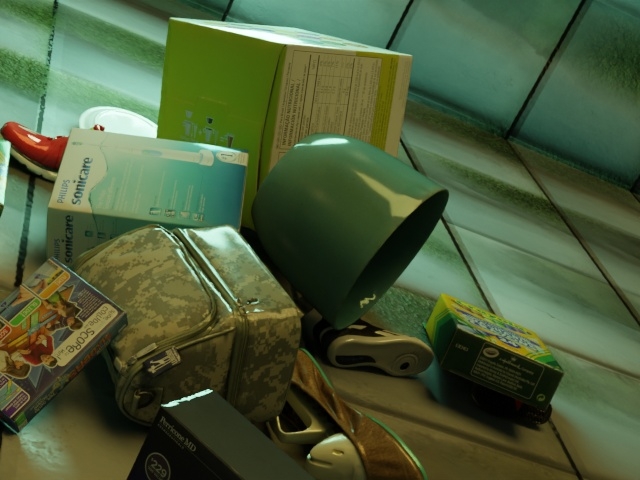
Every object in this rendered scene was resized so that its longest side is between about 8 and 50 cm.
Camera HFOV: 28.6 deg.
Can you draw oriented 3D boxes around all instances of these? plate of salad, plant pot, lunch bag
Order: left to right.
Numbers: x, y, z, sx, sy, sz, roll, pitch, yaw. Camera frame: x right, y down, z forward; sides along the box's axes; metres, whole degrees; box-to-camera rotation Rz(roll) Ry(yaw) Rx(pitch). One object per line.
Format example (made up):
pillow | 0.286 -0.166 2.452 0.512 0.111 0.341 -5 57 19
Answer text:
plate of salad | -0.386 -0.199 2.488 0.199 0.048 0.200 20 32 -13
lunch bag | -0.201 0.122 1.762 0.256 0.213 0.305 -5 34 -27
plant pot | 0.029 -0.037 2.067 0.235 0.293 0.293 39 23 14

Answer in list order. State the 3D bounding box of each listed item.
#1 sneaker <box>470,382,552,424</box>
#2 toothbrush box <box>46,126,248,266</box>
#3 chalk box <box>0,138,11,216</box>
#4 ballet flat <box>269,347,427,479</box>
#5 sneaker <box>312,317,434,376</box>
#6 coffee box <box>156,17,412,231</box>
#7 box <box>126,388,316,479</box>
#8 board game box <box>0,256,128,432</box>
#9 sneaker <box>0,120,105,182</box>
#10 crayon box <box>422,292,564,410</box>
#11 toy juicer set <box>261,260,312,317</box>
sneaker | 0.331 0.283 2.243 0.161 0.057 0.075 18 4 -18
toothbrush box | -0.272 -0.055 2.001 0.295 0.126 0.216 7 40 -5
chalk box | -0.542 -0.034 1.729 0.179 0.180 0.289 19 24 -20
ballet flat | 0.005 0.274 1.795 0.124 0.116 0.342 -16 43 -33
sneaker | 0.088 0.164 2.169 0.216 0.079 0.121 11 28 -33
coffee box | -0.078 -0.218 2.347 0.334 0.338 0.337 -4 17 -44
box | -0.097 0.324 1.424 0.261 0.184 0.103 37 22 25
board game box | -0.363 0.129 1.598 0.136 0.035 0.201 35 61 18
sneaker | -0.433 -0.162 2.242 0.279 0.118 0.107 22 21 -13
crayon box | 0.303 0.189 2.267 0.203 0.083 0.323 23 8 -5
toy juicer set | -0.131 0.076 2.127 0.329 0.089 0.209 34 3 24
